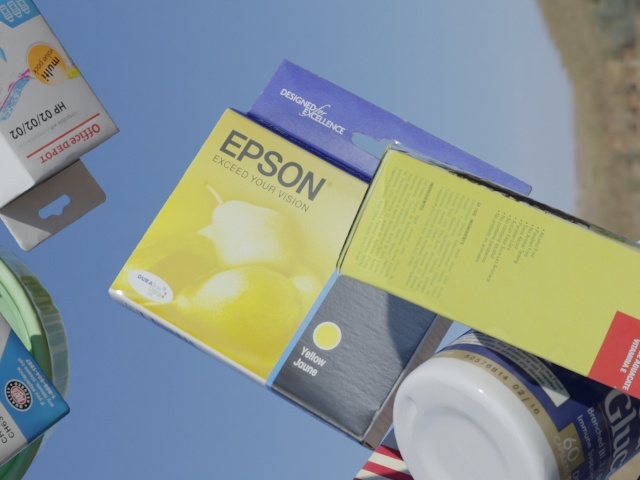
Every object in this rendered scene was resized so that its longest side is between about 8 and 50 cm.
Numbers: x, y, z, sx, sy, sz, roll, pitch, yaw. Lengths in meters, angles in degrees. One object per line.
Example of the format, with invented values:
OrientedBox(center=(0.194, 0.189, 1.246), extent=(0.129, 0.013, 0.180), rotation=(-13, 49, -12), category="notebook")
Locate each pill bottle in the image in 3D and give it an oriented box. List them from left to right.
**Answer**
OrientedBox(center=(0.123, 0.063, 0.883), extent=(0.169, 0.094, 0.094), rotation=(-32, -51, -35), category="pill bottle")

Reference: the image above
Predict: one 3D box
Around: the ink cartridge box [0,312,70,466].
OrientedBox(center=(-0.359, 0.151, 1.464), extent=(0.233, 0.168, 0.171), rotation=(-38, -86, -42), category="ink cartridge box")

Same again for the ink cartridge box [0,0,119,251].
OrientedBox(center=(-0.227, -0.095, 1.399), extent=(0.181, 0.061, 0.104), rotation=(56, -136, -5), category="ink cartridge box")

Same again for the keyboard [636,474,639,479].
OrientedBox(center=(0.250, 0.249, 1.547), extent=(0.180, 0.023, 0.108), rotation=(-60, 1, 10), category="keyboard")

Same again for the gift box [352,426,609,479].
OrientedBox(center=(0.179, 0.299, 1.860), extent=(0.255, 0.276, 0.258), rotation=(-54, -56, -25), category="gift box")

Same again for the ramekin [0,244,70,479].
OrientedBox(center=(-0.378, 0.121, 1.712), extent=(0.148, 0.303, 0.303), rotation=(-11, -80, -83), category="ramekin")

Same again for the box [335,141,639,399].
OrientedBox(center=(0.124, 0.030, 0.763), extent=(0.087, 0.232, 0.058), rotation=(-80, 14, -84), category="box")

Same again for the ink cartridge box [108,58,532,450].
OrientedBox(center=(0.000, 0.000, 1.818), extent=(0.307, 0.304, 0.072), rotation=(-59, -19, -7), category="ink cartridge box")
